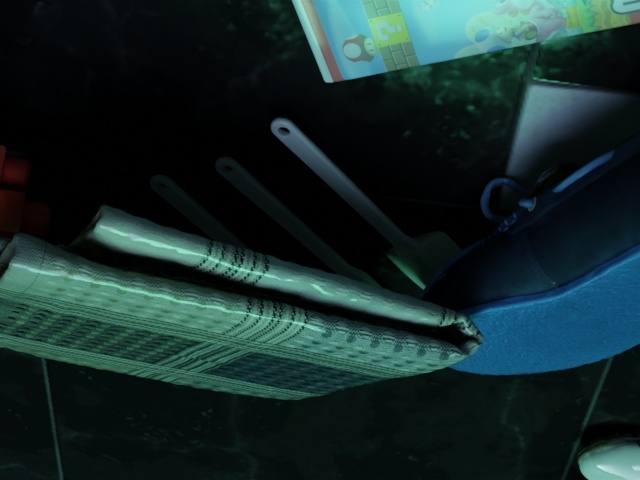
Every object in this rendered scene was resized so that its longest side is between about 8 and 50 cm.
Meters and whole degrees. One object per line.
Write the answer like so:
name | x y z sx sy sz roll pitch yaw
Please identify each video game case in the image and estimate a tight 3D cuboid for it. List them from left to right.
video game case | 0.108 -0.199 0.721 0.285 0.025 0.204 -9 135 17

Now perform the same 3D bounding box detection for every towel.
towel | -0.097 0.056 0.904 0.324 0.056 0.312 13 163 -21

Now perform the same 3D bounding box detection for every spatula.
spatula | 0.000 0.000 0.955 0.168 0.019 0.242 -22 129 34

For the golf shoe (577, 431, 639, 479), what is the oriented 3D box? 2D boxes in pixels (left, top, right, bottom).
golf shoe | 0.314 0.229 1.105 0.186 0.086 0.067 21 136 -12

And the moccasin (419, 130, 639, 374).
moccasin | 0.194 0.003 0.853 0.137 0.117 0.342 22 148 -31

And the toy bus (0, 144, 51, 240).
toy bus | -0.280 -0.046 0.812 0.211 0.149 0.220 11 164 -11
